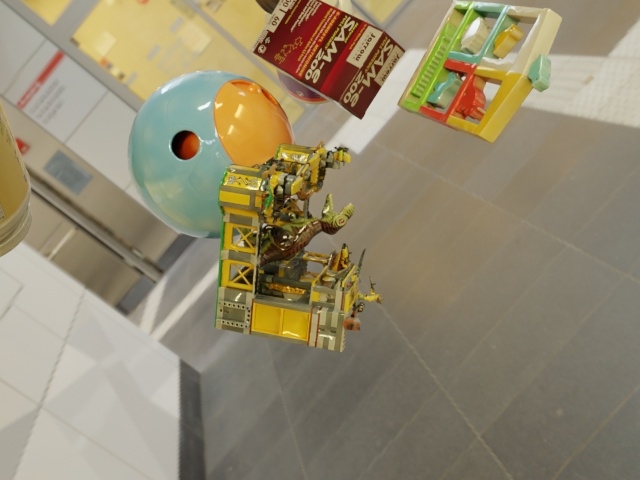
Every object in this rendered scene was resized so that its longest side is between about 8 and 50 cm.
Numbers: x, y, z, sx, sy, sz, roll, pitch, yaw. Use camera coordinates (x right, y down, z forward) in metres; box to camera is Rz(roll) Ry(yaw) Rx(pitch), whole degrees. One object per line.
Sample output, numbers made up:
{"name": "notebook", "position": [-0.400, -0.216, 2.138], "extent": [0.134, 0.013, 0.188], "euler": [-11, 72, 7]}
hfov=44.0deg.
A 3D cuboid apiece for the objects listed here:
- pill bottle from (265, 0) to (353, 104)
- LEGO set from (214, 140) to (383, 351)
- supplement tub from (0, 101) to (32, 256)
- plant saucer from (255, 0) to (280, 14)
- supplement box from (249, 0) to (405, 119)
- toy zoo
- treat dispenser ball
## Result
{"name": "pill bottle", "position": [-0.019, -0.432, 1.679], "extent": [0.182, 0.181, 0.323], "euler": [-53, -12, -11]}
{"name": "LEGO set", "position": [0.000, 0.000, 1.032], "extent": [0.331, 0.192, 0.255], "euler": [-26, -56, -76]}
{"name": "supplement tub", "position": [-0.654, -0.134, 1.398], "extent": [0.331, 0.240, 0.241], "euler": [93, -160, -51]}
{"name": "plant saucer", "position": [-0.079, -0.536, 1.378], "extent": [0.041, 0.278, 0.278], "euler": [-1, 40, 21]}
{"name": "supplement box", "position": [0.006, -0.305, 1.273], "extent": [0.239, 0.073, 0.130], "euler": [37, 97, 38]}
{"name": "toy zoo", "position": [0.233, -0.251, 1.155], "extent": [0.192, 0.030, 0.293], "euler": [-61, 28, 7]}
{"name": "treat dispenser ball", "position": [-0.183, -0.147, 1.360], "extent": [0.288, 0.288, 0.288], "euler": [-45, 17, 18]}
